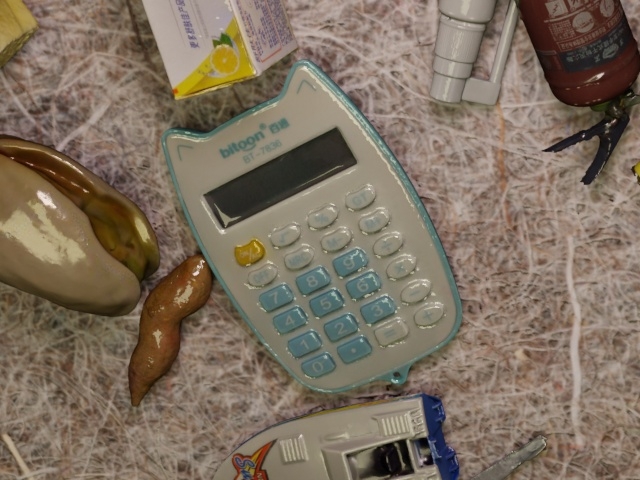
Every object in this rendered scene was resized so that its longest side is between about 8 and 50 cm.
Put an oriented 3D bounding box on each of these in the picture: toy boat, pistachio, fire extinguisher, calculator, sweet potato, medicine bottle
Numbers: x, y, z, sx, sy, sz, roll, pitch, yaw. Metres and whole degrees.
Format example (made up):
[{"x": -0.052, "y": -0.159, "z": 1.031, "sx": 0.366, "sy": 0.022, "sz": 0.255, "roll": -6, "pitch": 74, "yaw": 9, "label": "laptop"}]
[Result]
[{"x": 0.005, "y": 0.264, "z": 1.914, "sx": 0.295, "sy": 0.088, "sz": 0.129, "roll": -12, "pitch": 98, "yaw": 20, "label": "toy boat"}, {"x": -0.325, "y": -0.012, "z": 1.870, "sx": 0.288, "sy": 0.166, "sz": 0.197, "roll": 36, "pitch": 135, "yaw": -4, "label": "pistachio"}, {"x": 0.246, "y": -0.216, "z": 1.676, "sx": 0.138, "sy": 0.102, "sz": 0.344, "roll": -31, "pitch": 117, "yaw": -11, "label": "fire extinguisher"}, {"x": 0.000, "y": 0.000, "z": 1.853, "sx": 0.256, "sy": 0.054, "sz": 0.386, "roll": -26, "pitch": 101, "yaw": 19, "label": "calculator"}, {"x": -0.186, "y": 0.102, "z": 1.928, "sx": 0.065, "sy": 0.051, "sz": 0.218, "roll": 29, "pitch": 111, "yaw": 1, "label": "sweet potato"}, {"x": 0.171, "y": -0.252, "z": 1.734, "sx": 0.092, "sy": 0.061, "sz": 0.221, "roll": 9, "pitch": 111, "yaw": -10, "label": "medicine bottle"}]

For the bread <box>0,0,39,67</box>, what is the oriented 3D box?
[{"x": -0.463, "y": -0.222, "z": 1.846, "sx": 0.240, "sy": 0.135, "sz": 0.178, "roll": -37, "pitch": 96, "yaw": 23, "label": "bread"}]

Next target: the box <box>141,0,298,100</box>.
[{"x": -0.127, "y": -0.298, "z": 1.731, "sx": 0.097, "sy": 0.168, "sz": 0.265, "roll": -14, "pitch": 105, "yaw": 20, "label": "box"}]

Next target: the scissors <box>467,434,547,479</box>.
[{"x": 0.128, "y": 0.334, "z": 1.940, "sx": 0.360, "sy": 0.029, "sz": 0.191, "roll": -39, "pitch": 94, "yaw": 21, "label": "scissors"}]

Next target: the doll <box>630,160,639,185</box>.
[{"x": 0.422, "y": -0.120, "z": 1.679, "sx": 0.221, "sy": 0.143, "sz": 0.135, "roll": -53, "pitch": 56, "yaw": 22, "label": "doll"}]
